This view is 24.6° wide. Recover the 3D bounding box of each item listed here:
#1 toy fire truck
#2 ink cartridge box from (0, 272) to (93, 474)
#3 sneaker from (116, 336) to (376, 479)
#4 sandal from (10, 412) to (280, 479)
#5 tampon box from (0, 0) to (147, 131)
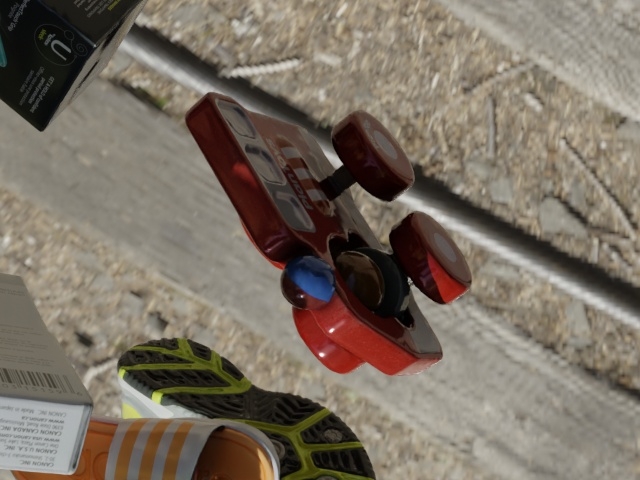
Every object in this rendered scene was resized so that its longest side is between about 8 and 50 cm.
[{"bbox_3d":[0.000,0.000,1.438,0.169,0.254,0.302,-36,71,21],"label":"toy fire truck"},{"bbox_3d":[-0.321,0.072,1.023,0.275,0.239,0.060,10,104,-26],"label":"ink cartridge box"},{"bbox_3d":[-0.079,0.246,1.624,0.384,0.145,0.147,32,129,40],"label":"sneaker"},{"bbox_3d":[-0.157,0.188,1.147,0.265,0.076,0.102,2,91,28],"label":"sandal"},{"bbox_3d":[-0.229,-0.190,1.119,0.161,0.101,0.120,39,137,-5],"label":"tampon box"}]
